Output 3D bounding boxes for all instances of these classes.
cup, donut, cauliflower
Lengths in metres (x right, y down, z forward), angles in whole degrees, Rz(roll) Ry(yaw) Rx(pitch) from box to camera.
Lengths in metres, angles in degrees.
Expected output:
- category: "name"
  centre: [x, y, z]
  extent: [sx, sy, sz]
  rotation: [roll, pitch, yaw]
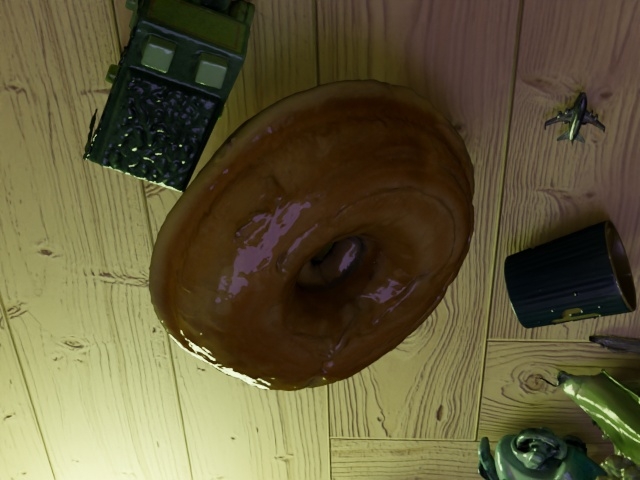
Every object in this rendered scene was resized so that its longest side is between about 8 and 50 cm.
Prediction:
- category: "cup"
  centre: [0.357, 0.060, 1.586]
  extent: [0.155, 0.131, 0.176]
  rotation: [-16, 154, 22]
- category: "donut"
  centre: [0.000, 0.000, 1.409]
  extent: [0.449, 0.198, 0.448]
  rotation: [-16, 132, -19]
- category: "cauliflower"
  centre: [0.489, 0.282, 1.733]
  extent: [0.315, 0.239, 0.256]
  rotation: [36, 135, 26]

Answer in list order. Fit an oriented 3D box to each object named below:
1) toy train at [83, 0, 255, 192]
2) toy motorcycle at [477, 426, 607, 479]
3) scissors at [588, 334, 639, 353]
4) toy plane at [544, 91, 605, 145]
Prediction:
- category: "toy train"
  centre: [-0.176, -0.195, 1.332]
  extent: [0.159, 0.188, 0.271]
  rotation: [19, 129, -14]
- category: "toy motorcycle"
  centre: [0.381, 0.400, 1.871]
  extent: [0.260, 0.154, 0.206]
  rotation: [42, 145, -20]
- category: "scissors"
  centre: [0.561, 0.176, 1.732]
  extent: [0.300, 0.022, 0.109]
  rotation: [10, 128, -5]
- category: "toy plane"
  centre: [0.329, -0.158, 1.440]
  extent: [0.079, 0.031, 0.083]
  rotation: [3, 132, 0]
